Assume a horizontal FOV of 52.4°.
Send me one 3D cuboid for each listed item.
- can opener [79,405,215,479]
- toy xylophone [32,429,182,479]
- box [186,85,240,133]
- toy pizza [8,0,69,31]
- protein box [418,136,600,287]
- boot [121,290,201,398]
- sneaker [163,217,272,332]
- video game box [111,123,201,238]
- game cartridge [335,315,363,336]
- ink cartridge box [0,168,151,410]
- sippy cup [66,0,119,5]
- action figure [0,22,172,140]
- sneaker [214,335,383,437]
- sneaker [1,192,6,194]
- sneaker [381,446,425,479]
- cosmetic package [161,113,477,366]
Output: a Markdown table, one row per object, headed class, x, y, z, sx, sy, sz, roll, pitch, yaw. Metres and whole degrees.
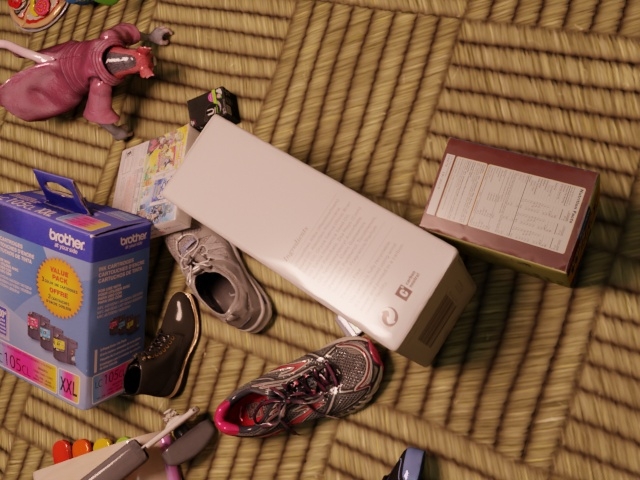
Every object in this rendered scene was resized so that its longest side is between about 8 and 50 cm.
| class | x | y | z | sx | sy | sz | roll | pitch | yaw |
| --- | --- | --- | --- | --- | --- | --- | --- | --- | --- |
| can opener | -0.311 | 0.380 | 1.107 | 0.280 | 0.074 | 0.093 | -32 | 80 | -19 |
| toy xylophone | -0.404 | 0.479 | 1.199 | 0.322 | 0.081 | 0.236 | -14 | 76 | 20 |
| box | -0.206 | -0.248 | 1.256 | 0.083 | 0.052 | 0.062 | -17 | 73 | 20 |
| toy pizza | -0.657 | -0.585 | 1.517 | 0.201 | 0.032 | 0.202 | -4 | 79 | 23 |
| protein box | 0.277 | -0.035 | 0.932 | 0.201 | 0.199 | 0.136 | 19 | 88 | 24 |
| boot | -0.286 | 0.186 | 1.169 | 0.076 | 0.137 | 0.198 | 1 | 81 | 23 |
| sneaker | -0.198 | 0.045 | 1.166 | 0.281 | 0.115 | 0.105 | 43 | 98 | 26 |
| video game box | -0.316 | -0.103 | 1.241 | 0.187 | 0.048 | 0.205 | -15 | 60 | 33 |
| game cartridge | 0.066 | 0.125 | 1.097 | 0.083 | 0.017 | 0.056 | -42 | 64 | 11 |
| ink cartridge box | -0.463 | 0.068 | 1.192 | 0.269 | 0.151 | 0.396 | 16 | 107 | 25 |
| sippy cup | -0.494 | -0.628 | 1.364 | 0.224 | 0.240 | 0.306 | -42 | 29 | 23 |
| action figure | -0.464 | -0.353 | 1.279 | 0.370 | 0.275 | 0.248 | -1 | 74 | 37 |
| sneaker | -0.033 | 0.253 | 1.064 | 0.299 | 0.112 | 0.121 | -30 | 71 | 15 |
| sneaker | -0.655 | 0.051 | 1.384 | 0.123 | 0.109 | 0.296 | -22 | 76 | 48 |
| sneaker | 0.089 | 0.418 | 1.000 | 0.090 | 0.081 | 0.232 | 20 | 90 | 17 |
| cosmetic package | 0.000 | 0.000 | 1.020 | 0.453 | 0.230 | 0.162 | 31 | 87 | 25 |
